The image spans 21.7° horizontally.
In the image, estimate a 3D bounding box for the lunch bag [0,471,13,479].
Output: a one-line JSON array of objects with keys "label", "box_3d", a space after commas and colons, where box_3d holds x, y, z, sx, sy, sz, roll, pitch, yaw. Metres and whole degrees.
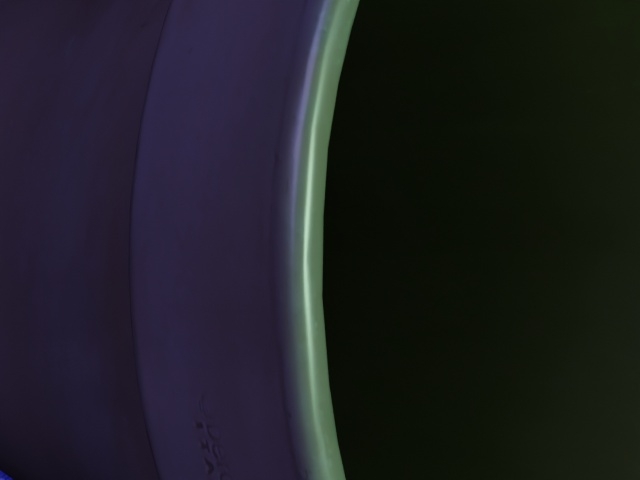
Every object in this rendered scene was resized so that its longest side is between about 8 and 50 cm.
[{"label": "lunch bag", "box_3d": [0.080, 0.098, 0.781, 0.385, 0.239, 0.328, 39, 89, 22]}]

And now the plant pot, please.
[{"label": "plant pot", "box_3d": [0.000, 0.000, 0.570, 0.280, 0.323, 0.323, 1, 67, 41]}]
